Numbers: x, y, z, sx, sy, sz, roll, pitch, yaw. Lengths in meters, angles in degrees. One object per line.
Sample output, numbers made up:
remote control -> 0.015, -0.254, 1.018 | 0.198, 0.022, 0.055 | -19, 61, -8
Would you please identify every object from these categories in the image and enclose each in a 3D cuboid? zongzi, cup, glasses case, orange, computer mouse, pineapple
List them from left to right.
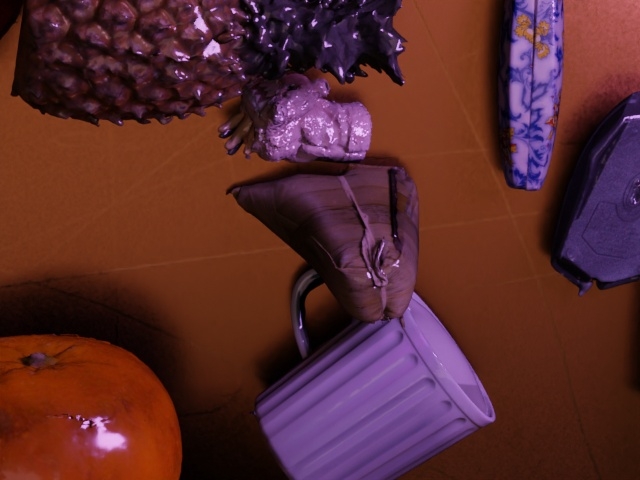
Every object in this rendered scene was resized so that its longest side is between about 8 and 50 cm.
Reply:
orange -> -0.276, 0.213, 1.726 | 0.283, 0.284, 0.226 | -1, 111, -2
pineapple -> -0.098, -0.197, 1.646 | 0.362, 0.202, 0.202 | 6, 104, 10
zongzi -> 0.000, 0.000, 1.738 | 0.197, 0.194, 0.099 | 1, 124, 0
cup -> 0.043, 0.149, 1.807 | 0.202, 0.221, 0.167 | -35, 137, 9
glasses case -> 0.208, -0.172, 1.747 | 0.065, 0.087, 0.248 | 2, 104, 1
computer mouse -> 0.307, -0.050, 1.794 | 0.126, 0.071, 0.231 | 7, 115, -19

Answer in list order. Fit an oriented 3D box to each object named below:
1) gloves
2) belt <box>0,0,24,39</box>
gloves -> -0.020, -0.118, 1.748 | 0.144, 0.110, 0.094 | 9, 97, -34
belt -> -0.389, -0.191, 1.696 | 0.124, 0.128, 0.201 | 39, 100, -12
